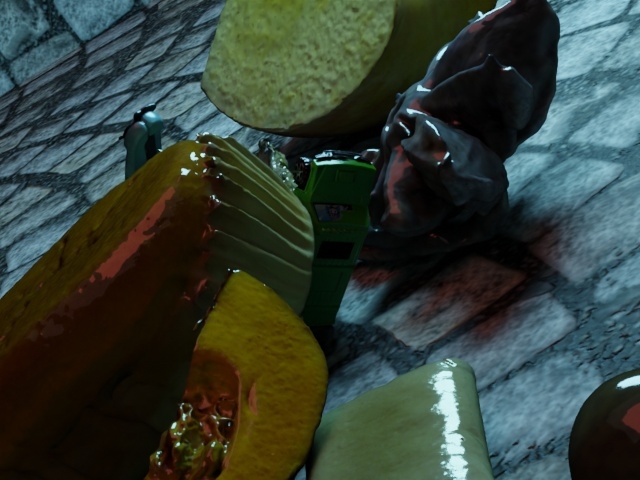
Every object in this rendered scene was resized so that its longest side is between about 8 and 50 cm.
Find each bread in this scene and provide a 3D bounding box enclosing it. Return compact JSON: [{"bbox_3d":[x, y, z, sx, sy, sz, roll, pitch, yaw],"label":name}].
[{"bbox_3d":[-0.177,0.079,1.361,0.388,0.183,0.236,-50,31,0],"label":"bread"},{"bbox_3d":[0.053,0.161,1.127,0.139,0.060,0.178,-27,21,13],"label":"bread"}]

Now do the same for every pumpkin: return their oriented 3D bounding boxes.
[{"bbox_3d":[-0.074,0.181,1.197,0.163,0.111,0.278,104,-172,-50],"label":"pumpkin"}]

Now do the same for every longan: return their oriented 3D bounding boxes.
[{"bbox_3d":[0.189,0.131,0.969,0.106,0.106,0.119,-84,14,-66],"label":"longan"}]

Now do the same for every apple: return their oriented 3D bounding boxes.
[{"bbox_3d":[0.039,-0.243,1.844,0.314,0.252,0.309,-38,37,-28],"label":"apple"}]

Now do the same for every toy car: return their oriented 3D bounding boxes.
[{"bbox_3d":[0.000,0.000,1.449,0.071,0.165,0.062,2,33,-29],"label":"toy car"}]

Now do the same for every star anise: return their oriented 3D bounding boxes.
[{"bbox_3d":[0.118,-0.084,1.504,0.316,0.139,0.359,-48,12,14],"label":"star anise"}]

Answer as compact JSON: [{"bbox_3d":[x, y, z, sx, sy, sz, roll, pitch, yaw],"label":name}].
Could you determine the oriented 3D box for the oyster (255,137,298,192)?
[{"bbox_3d":[-0.060,-0.002,1.672,0.129,0.078,0.345,-49,19,13],"label":"oyster"}]

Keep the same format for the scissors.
[{"bbox_3d":[-0.163,-0.024,1.605,0.180,0.032,0.393,-46,-13,-21],"label":"scissors"}]
